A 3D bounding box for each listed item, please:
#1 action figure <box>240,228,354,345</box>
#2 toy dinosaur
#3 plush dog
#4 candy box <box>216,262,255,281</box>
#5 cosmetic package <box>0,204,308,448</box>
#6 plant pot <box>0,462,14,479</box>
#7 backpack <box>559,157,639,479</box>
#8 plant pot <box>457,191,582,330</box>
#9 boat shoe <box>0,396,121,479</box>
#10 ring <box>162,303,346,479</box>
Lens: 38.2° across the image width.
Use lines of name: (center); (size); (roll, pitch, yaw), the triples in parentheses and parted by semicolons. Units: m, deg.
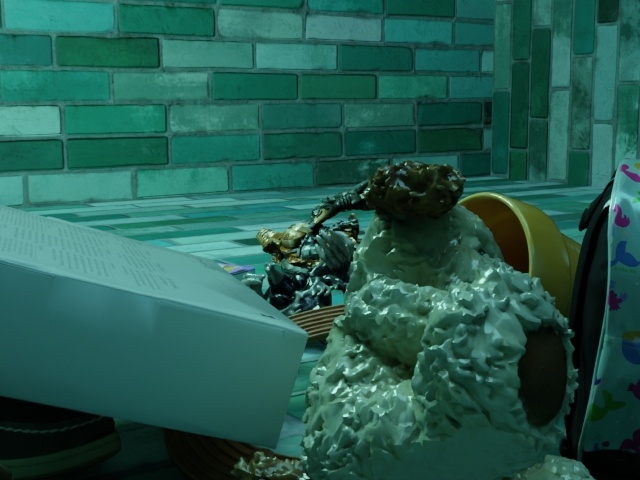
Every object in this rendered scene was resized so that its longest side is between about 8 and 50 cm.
action figure: (-0.010, 0.066, 1.122); (0.164, 0.141, 0.275); (-39, 29, -19)
toy dinosaur: (0.000, 0.000, 1.608); (0.218, 0.164, 0.322); (-27, 45, -36)
plush dog: (0.068, 0.077, 0.592); (0.210, 0.262, 0.225); (-5, 44, 22)
candy box: (-0.218, 0.074, 1.336); (0.196, 0.070, 0.165); (6, 11, 33)
cosmetic package: (-0.201, 0.048, 0.770); (0.284, 0.097, 0.377); (13, 3, -18)
plant pot: (-0.271, 0.159, 0.530); (0.165, 0.167, 0.167); (12, 13, 26)
backpack: (0.300, 0.058, 0.781); (0.191, 0.253, 0.225); (1, 13, 21)
plant pot: (0.236, 0.067, 1.032); (0.188, 0.205, 0.205); (14, 1, -28)
boat shoe: (-0.318, 0.125, 0.829); (0.342, 0.123, 0.123); (6, 11, 37)
ring: (0.020, 0.125, 0.839); (0.336, 0.032, 0.336); (-8, 22, 3)
